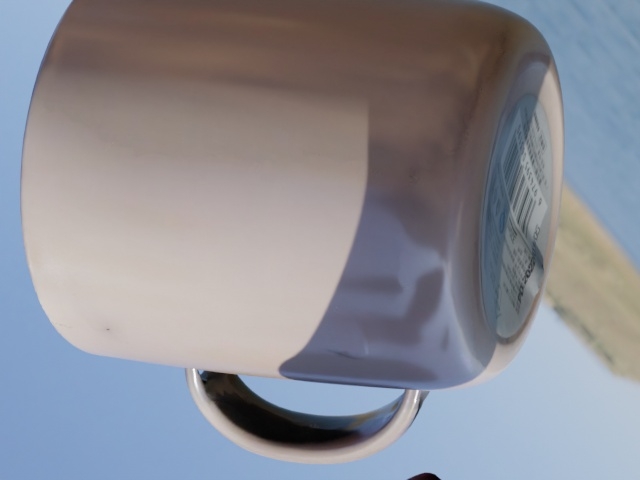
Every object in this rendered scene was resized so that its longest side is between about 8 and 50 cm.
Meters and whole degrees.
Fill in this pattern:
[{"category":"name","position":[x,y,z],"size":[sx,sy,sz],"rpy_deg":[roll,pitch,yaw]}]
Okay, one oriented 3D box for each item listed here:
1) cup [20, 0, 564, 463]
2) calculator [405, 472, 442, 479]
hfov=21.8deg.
[{"category":"cup","position":[0.000,0.000,0.780],"size":[0.191,0.200,0.252],"rpy_deg":[-50,-37,-53]},{"category":"calculator","position":[0.068,0.235,0.558],"size":[0.043,0.194,0.294],"rpy_deg":[-3,-138,-33]}]
